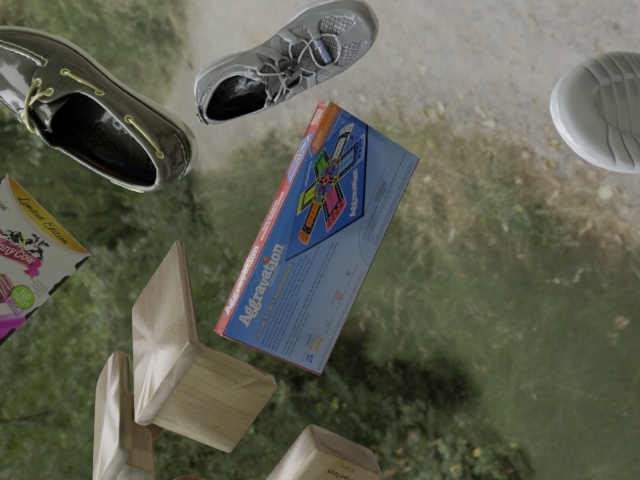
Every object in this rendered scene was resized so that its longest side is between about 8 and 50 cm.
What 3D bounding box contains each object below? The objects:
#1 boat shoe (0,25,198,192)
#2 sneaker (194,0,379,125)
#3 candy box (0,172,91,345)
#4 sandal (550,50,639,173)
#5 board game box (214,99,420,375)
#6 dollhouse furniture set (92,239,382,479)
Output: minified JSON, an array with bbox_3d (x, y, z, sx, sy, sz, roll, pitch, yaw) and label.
[{"bbox_3d":[-0.293,-0.156,1.025,0.305,0.109,0.091,30,-152,1],"label":"boat shoe"},{"bbox_3d":[-0.045,-0.223,1.161,0.105,0.281,0.115,53,-157,-29],"label":"sneaker"},{"bbox_3d":[-0.447,0.048,1.151,0.159,0.233,0.071,47,157,-16],"label":"candy box"},{"bbox_3d":[0.460,-0.177,1.210,0.102,0.416,0.169,-29,78,58],"label":"sandal"},{"bbox_3d":[0.000,0.000,0.983,0.145,0.281,0.027,28,175,-33],"label":"board game box"},{"bbox_3d":[-0.059,0.114,0.547,0.151,0.144,0.123,29,-164,-24],"label":"dollhouse furniture set"}]
